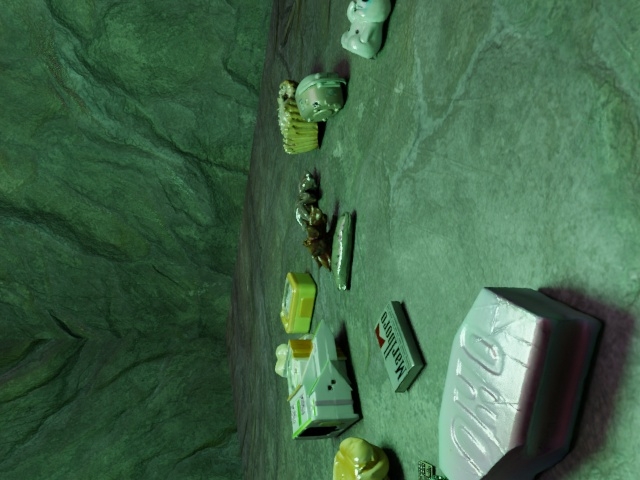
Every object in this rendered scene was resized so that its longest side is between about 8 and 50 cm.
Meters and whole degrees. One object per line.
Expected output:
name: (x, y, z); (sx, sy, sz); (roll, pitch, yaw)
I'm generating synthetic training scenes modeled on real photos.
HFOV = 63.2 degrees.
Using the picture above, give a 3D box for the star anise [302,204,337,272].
star anise: (-0.003, 0.004, 1.674); (0.212, 0.111, 0.196); (101, 167, -47)

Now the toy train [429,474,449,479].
toy train: (0.237, 0.450, 0.901); (0.122, 0.081, 0.050); (-162, 85, -70)

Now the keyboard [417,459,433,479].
keyboard: (0.216, 0.521, 1.061); (0.049, 0.015, 0.129); (160, 112, -70)

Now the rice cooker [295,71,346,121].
rice cooker: (-0.001, -0.464, 1.692); (0.206, 0.145, 0.127); (166, 94, -67)

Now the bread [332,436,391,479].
bread: (0.101, 0.623, 1.226); (0.173, 0.121, 0.310); (-164, 78, -68)

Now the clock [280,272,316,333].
clock: (-0.083, 0.229, 1.907); (0.143, 0.096, 0.202); (-120, 38, -65)

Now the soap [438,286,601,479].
soap: (0.276, 0.233, 0.780); (0.193, 0.109, 0.323); (-140, 54, -68)

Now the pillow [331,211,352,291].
pillow: (0.061, 0.032, 1.561); (0.093, 0.051, 0.240); (-161, 73, -71)

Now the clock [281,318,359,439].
clock: (-0.014, 0.408, 1.545); (0.235, 0.166, 0.309); (118, 151, -52)

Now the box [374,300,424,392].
box: (0.177, 0.242, 1.193); (0.177, 0.036, 0.115); (-105, 25, -43)

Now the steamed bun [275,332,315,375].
steamed bun: (-0.075, 0.402, 1.750); (0.141, 0.156, 0.172); (-171, 85, -73)

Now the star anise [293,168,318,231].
star anise: (-0.049, -0.138, 1.896); (0.196, 0.073, 0.212); (-101, 19, -46)

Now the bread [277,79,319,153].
bread: (-0.084, -0.448, 1.898); (0.274, 0.150, 0.273); (177, 90, -84)

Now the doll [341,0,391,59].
doll: (0.123, -0.578, 1.383); (0.110, 0.107, 0.180); (-124, 40, -50)
